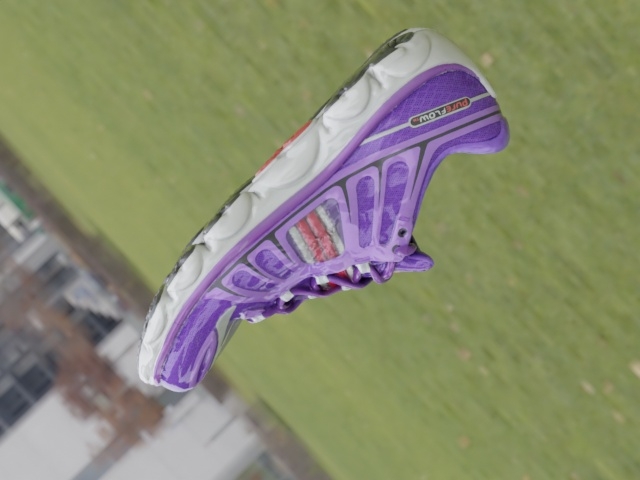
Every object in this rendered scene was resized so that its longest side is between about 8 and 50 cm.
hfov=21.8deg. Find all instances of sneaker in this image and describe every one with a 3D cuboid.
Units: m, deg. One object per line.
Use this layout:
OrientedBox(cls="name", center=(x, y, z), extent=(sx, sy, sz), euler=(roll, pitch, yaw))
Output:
OrientedBox(cls="sneaker", center=(0.000, 0.000, 0.606), extent=(0.071, 0.170, 0.068), euler=(45, -170, -4))
